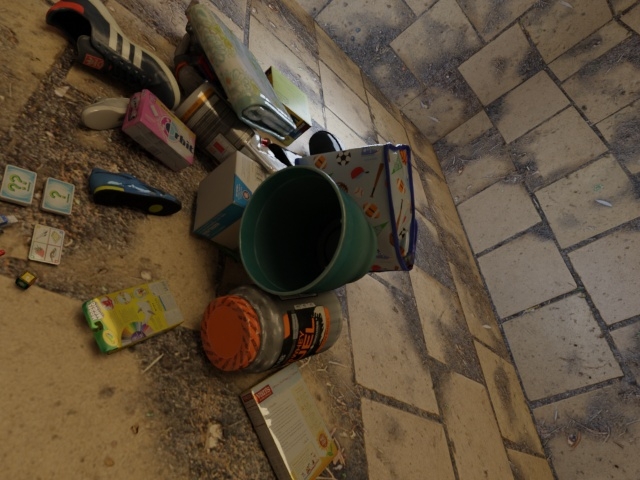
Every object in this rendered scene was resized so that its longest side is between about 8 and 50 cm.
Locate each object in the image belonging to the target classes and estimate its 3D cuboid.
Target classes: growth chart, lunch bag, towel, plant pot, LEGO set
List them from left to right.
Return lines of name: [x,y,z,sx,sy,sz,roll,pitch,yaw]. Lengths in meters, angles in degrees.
LEGO set: [-0.531,-0.040,0.725,0.182,0.060,0.244,20,47,-41]
towel: [-0.237,-0.020,1.159,0.113,0.023,0.152,44,33,-19]
towel: [-0.223,-0.474,1.261,0.321,0.090,0.374,59,12,6]
growth chart: [-0.107,-0.197,1.172,0.237,0.021,0.172,22,21,-53]
plant pot: [0.000,0.000,0.965,0.255,0.271,0.272,19,46,-55]
lunch bag: [0.123,-0.089,1.328,0.239,0.327,0.386,-17,101,-56]

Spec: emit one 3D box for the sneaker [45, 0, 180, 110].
sneaker: [-0.525,-0.452,1.067,0.350,0.131,0.148,43,40,-13]

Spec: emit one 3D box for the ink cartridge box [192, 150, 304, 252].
ink cartridge box: [-0.182,-0.078,1.106,0.232,0.168,0.171,29,43,-39]

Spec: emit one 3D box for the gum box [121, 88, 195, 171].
gum box: [-0.403,-0.274,1.061,0.188,0.062,0.107,45,35,-53]

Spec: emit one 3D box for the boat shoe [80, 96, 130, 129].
boat shoe: [-0.507,-0.315,1.012,0.063,0.066,0.184,44,32,-1]

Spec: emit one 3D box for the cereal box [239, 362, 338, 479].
cereal box: [-0.067,0.421,0.964,0.173,0.047,0.240,-11,70,-58]

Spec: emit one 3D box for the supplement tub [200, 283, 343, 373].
supplement tub: [-0.105,0.193,0.981,0.316,0.193,0.194,2,60,-54]

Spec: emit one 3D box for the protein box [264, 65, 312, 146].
protein box: [-0.157,-0.515,1.626,0.199,0.136,0.201,29,40,-40]

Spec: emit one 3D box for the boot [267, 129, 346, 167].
boot: [-0.055,-0.279,1.545,0.445,0.146,0.367,-3,66,-55]

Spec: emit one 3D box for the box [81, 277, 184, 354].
box: [-0.360,0.145,0.810,0.105,0.043,0.179,62,28,7]

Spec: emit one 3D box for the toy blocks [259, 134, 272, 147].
toy blocks: [-0.196,-0.308,1.457,0.148,0.054,0.123,4,58,-54]

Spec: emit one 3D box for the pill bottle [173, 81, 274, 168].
pill bottle: [-0.278,-0.303,1.227,0.278,0.162,0.162,44,32,-20]

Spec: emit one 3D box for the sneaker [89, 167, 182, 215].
sneaker: [-0.410,-0.114,0.954,0.209,0.069,0.082,14,47,-49]

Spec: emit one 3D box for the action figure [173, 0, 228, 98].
action figure: [-0.383,-0.577,1.401,0.341,0.178,0.330,64,23,-49]
